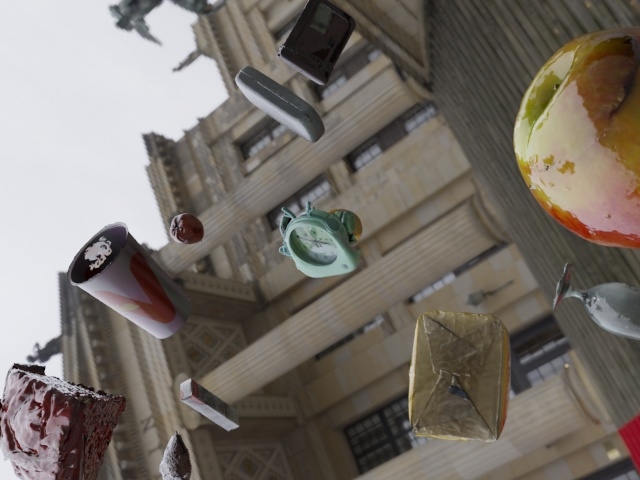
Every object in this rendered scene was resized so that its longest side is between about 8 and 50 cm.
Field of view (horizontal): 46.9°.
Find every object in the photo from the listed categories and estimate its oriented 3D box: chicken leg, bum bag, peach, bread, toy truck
[{"bbox_3d":[-0.345,0.536,1.756,0.063,0.234,0.105,-20,-115,-28],"label":"chicken leg"},{"bbox_3d":[-0.005,-0.382,1.398,0.109,0.026,0.159,32,-108,-15],"label":"bum bag"},{"bbox_3d":[0.506,-0.160,1.212,0.370,0.370,0.370,43,-154,-27],"label":"peach"},{"bbox_3d":[0.067,-0.050,2.260,0.134,0.085,0.173,17,175,2],"label":"bread"},{"bbox_3d":[0.000,0.000,1.977,0.279,0.155,0.156,-17,-74,-71],"label":"toy truck"}]

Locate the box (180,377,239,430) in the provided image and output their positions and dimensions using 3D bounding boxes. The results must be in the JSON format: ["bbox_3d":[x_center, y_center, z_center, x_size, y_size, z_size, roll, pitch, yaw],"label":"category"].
[{"bbox_3d":[-0.294,0.441,1.969,0.218,0.040,0.055,48,-160,-44],"label":"box"}]

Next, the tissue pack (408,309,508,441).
[{"bbox_3d":[0.352,0.332,1.820,0.382,0.228,0.293,31,-116,-73],"label":"tissue pack"}]

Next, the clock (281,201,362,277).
[{"bbox_3d":[-0.007,-0.008,1.757,0.211,0.159,0.066,61,-142,-28],"label":"clock"}]

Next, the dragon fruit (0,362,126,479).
[{"bbox_3d":[-0.456,0.315,1.319,0.240,0.330,0.302,-38,-97,-30],"label":"dragon fruit"}]

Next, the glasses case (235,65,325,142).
[{"bbox_3d":[-0.123,-0.411,2.218,0.323,0.074,0.131,38,170,29],"label":"glasses case"}]

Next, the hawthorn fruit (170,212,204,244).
[{"bbox_3d":[-0.341,-0.026,1.922,0.093,0.081,0.081,19,-138,-50],"label":"hawthorn fruit"}]

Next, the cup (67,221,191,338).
[{"bbox_3d":[-0.471,0.118,1.884,0.288,0.203,0.203,49,-158,-35],"label":"cup"}]

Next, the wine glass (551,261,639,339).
[{"bbox_3d":[0.551,0.121,1.374,0.222,0.103,0.103,21,-164,18],"label":"wine glass"}]
